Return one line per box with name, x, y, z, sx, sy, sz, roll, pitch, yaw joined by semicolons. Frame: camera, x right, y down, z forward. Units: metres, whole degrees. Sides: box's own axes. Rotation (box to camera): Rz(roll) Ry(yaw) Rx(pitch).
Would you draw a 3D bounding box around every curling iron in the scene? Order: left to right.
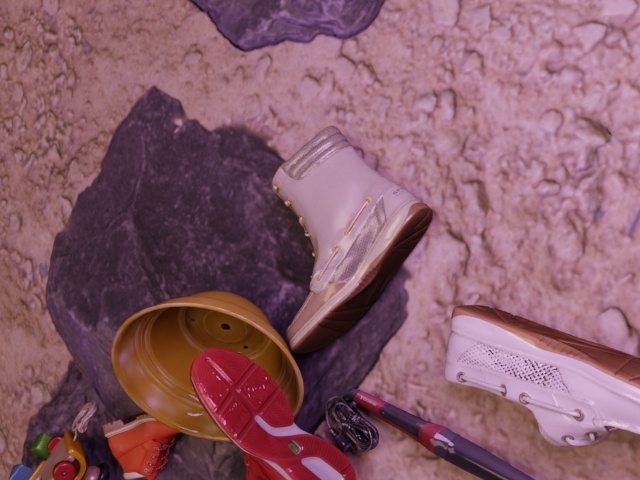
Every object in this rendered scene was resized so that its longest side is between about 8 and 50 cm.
curling iron;0.120;0.216;0.956;0.274;0.035;0.068;14;101;34

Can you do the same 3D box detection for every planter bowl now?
planter bowl;-0.116;0.123;1.056;0.217;0.090;0.217;7;129;9

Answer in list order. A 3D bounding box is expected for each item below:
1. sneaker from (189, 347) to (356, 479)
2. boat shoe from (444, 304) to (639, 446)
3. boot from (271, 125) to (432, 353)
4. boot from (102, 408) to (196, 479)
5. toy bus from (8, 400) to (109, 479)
sneaker;-0.076;0.218;1.011;0.221;0.087;0.128;48;139;-4
boat shoe;0.233;0.142;0.852;0.277;0.098;0.096;21;101;41
boot;0.000;0.000;1.017;0.165;0.077;0.213;45;107;25
boot;-0.200;0.248;1.157;0.158;0.059;0.084;-25;79;39
toy bus;-0.329;0.335;1.205;0.202;0.104;0.190;-33;29;37
